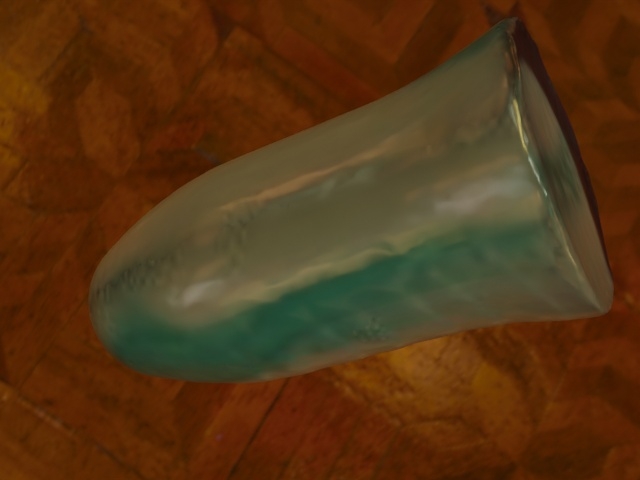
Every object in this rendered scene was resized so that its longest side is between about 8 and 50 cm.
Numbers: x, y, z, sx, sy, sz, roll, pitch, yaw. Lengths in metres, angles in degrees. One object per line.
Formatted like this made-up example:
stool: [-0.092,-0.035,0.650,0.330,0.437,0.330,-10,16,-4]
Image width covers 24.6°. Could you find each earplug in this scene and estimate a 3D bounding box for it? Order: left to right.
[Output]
earplug: [0.000,0.000,0.918,0.185,0.324,0.185,-17,90,-72]
